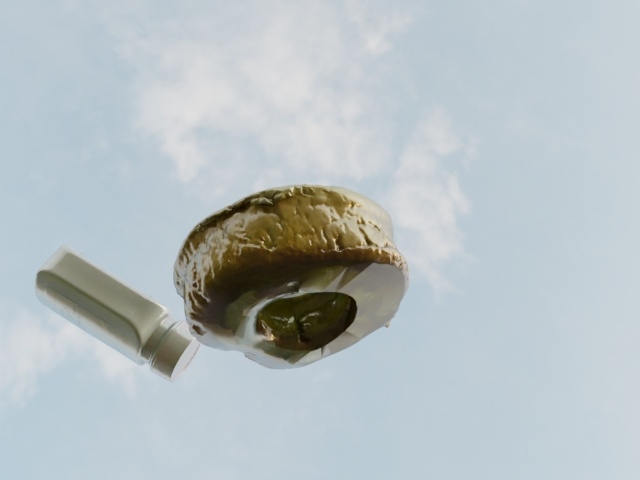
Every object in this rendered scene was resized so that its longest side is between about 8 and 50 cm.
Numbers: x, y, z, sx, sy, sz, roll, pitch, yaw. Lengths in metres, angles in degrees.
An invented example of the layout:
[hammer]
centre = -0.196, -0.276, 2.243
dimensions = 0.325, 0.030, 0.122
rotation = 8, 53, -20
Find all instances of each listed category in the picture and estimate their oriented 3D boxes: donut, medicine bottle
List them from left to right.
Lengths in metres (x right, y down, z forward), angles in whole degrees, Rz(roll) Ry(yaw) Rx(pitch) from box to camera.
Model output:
[medicine bottle]
centre = -0.360, 0.133, 1.420
dimensions = 0.296, 0.111, 0.161
rotation = 31, -30, 10
[donut]
centre = -0.036, 0.068, 1.127
dimensions = 0.330, 0.160, 0.330
rotation = -11, -34, -8
